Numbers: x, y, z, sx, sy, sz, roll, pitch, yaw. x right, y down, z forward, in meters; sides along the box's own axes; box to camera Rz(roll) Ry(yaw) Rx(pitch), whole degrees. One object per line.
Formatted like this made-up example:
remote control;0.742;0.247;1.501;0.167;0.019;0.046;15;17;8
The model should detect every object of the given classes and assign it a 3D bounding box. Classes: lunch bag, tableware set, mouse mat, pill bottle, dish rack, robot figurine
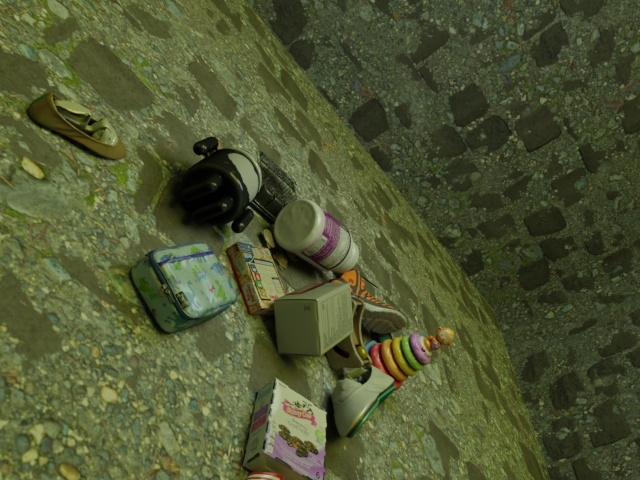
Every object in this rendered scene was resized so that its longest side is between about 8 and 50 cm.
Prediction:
lunch bag;-0.286;0.092;1.165;0.176;0.090;0.219;59;21;8
tableware set;-0.126;0.016;1.687;0.141;0.020;0.168;59;20;-5
mouse mat;0.119;0.109;1.996;0.152;0.007;0.189;34;-3;46
pill bottle;0.000;0.000;1.736;0.301;0.169;0.169;36;31;-52
dish rack;-0.152;-0.171;1.809;0.208;0.074;0.272;43;22;-37
robot figurine;-0.253;-0.144;1.421;0.173;0.209;0.278;18;25;4

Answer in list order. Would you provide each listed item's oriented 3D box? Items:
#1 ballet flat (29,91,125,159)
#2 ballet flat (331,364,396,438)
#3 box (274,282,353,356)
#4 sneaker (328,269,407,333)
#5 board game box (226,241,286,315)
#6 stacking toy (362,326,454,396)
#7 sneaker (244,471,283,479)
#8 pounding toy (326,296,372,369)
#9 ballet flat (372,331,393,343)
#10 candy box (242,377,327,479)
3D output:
ballet flat;-0.498;-0.241;1.170;0.232;0.073;0.080;24;40;-54
ballet flat;0.102;0.431;1.515;0.139;0.139;0.400;62;18;10
box;-0.013;0.205;1.465;0.232;0.126;0.149;-13;100;-65
sneaker;0.161;0.197;1.865;0.321;0.124;0.180;27;35;-32
board game box;-0.162;0.104;1.461;0.146;0.045;0.194;17;46;-59
stacking toy;0.292;0.360;1.741;0.175;0.301;0.165;61;22;5
sneaker;-0.069;0.526;1.035;0.221;0.087;0.128;53;31;-15
pounding toy;0.086;0.253;1.643;0.154;0.154;0.270;13;50;-60
ballet flat;0.220;0.334;1.951;0.074;0.074;0.203;39;23;-39
candy box;-0.069;0.424;1.176;0.164;0.070;0.196;39;27;-20
